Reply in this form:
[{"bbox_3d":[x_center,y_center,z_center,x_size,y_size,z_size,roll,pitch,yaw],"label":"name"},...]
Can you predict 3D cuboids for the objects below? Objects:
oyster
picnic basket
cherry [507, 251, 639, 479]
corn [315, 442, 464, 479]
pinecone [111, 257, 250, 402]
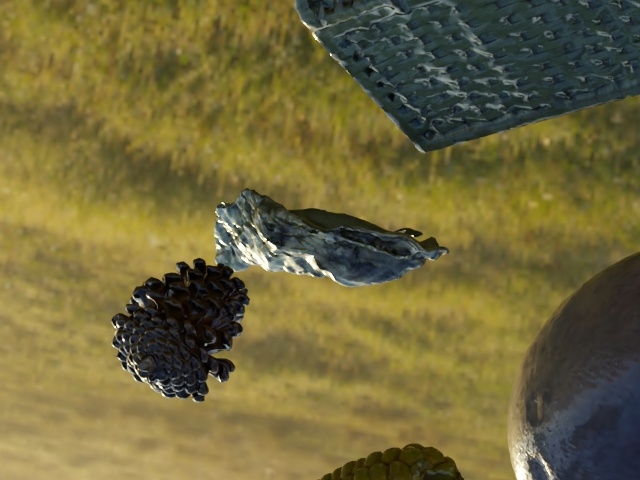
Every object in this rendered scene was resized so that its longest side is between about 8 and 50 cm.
[{"bbox_3d":[0.000,-0.003,1.393,0.252,0.087,0.199,3,-178,11],"label":"oyster"},{"bbox_3d":[0.103,-0.158,0.784,0.196,0.134,0.154,-14,134,38],"label":"picnic basket"},{"bbox_3d":[0.230,0.108,1.024,0.183,0.213,0.266,23,140,15],"label":"cherry"},{"bbox_3d":[-0.044,0.216,0.861,0.313,0.102,0.102,-28,149,13],"label":"corn"},{"bbox_3d":[-0.100,0.064,1.114,0.102,0.109,0.102,37,164,13],"label":"pinecone"}]
